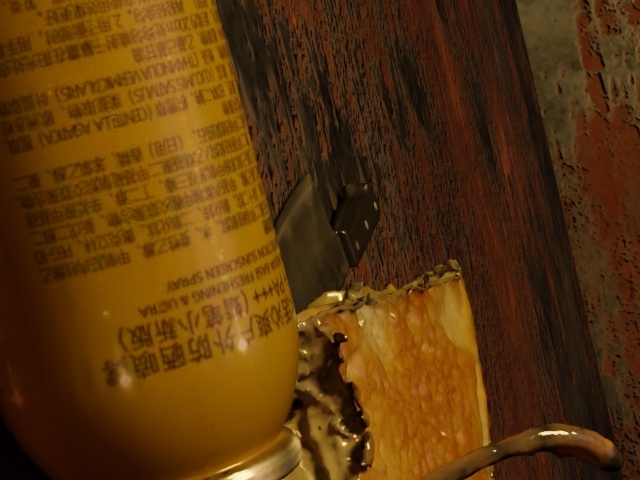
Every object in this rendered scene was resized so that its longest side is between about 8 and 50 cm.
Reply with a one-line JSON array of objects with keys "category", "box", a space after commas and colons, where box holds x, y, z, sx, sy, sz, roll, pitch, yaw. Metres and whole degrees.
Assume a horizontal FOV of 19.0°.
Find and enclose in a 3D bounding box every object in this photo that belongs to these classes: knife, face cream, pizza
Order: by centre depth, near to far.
[{"category": "face cream", "box": [-0.079, -0.049, 0.615, 0.105, 0.105, 0.349, -42, 118, -75]}, {"category": "pizza", "box": [0.016, 0.139, 0.864, 0.223, 0.089, 0.323, 39, 45, -54]}, {"category": "knife", "box": [0.000, 0.000, 1.086, 0.245, 0.019, 0.072, -62, 137, -67]}]

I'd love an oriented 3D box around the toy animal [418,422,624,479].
[{"category": "toy animal", "box": [-0.037, 0.101, 0.477, 0.114, 0.255, 0.116, 51, -16, 21]}]
